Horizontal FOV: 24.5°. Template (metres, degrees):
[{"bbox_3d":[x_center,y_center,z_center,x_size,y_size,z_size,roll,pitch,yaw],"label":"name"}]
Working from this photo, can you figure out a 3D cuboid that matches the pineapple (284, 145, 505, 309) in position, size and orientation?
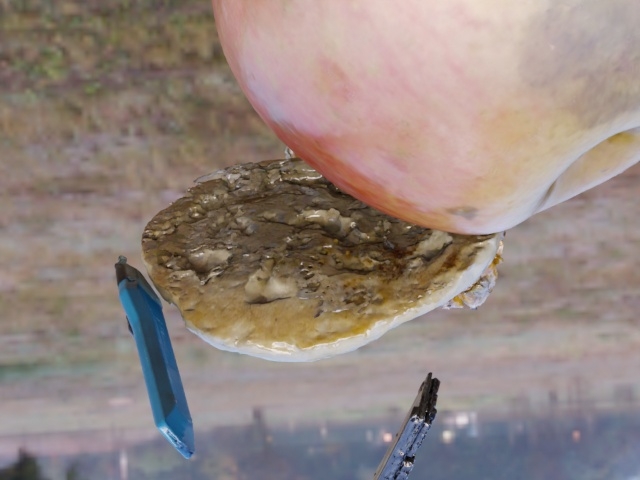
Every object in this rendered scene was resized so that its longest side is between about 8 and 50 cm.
[{"bbox_3d":[0.066,-0.110,1.702,0.344,0.286,0.209,32,-160,37],"label":"pineapple"}]

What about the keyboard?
[{"bbox_3d":[0.046,0.211,1.208,0.023,0.231,0.072,25,-151,1],"label":"keyboard"}]

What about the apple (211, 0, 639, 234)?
[{"bbox_3d":[0.114,-0.181,1.000,0.363,0.364,0.364,-3,178,0],"label":"apple"}]

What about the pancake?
[{"bbox_3d":[-0.001,-0.001,1.123,0.282,0.049,0.282,-7,-149,4],"label":"pancake"}]

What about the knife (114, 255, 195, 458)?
[{"bbox_3d":[-0.117,0.074,1.015,0.026,0.044,0.296,-33,-159,1],"label":"knife"}]
